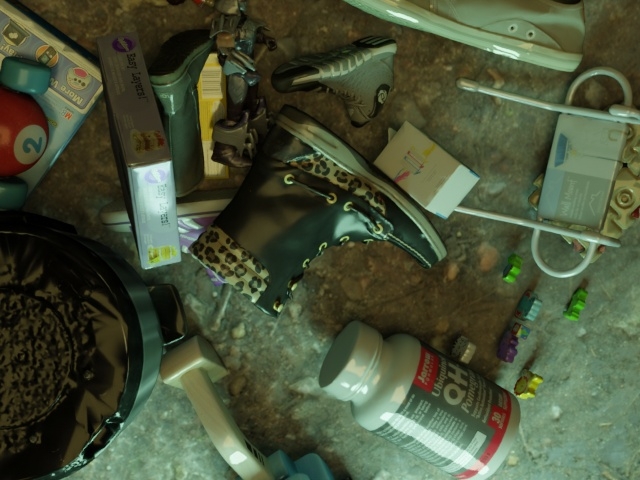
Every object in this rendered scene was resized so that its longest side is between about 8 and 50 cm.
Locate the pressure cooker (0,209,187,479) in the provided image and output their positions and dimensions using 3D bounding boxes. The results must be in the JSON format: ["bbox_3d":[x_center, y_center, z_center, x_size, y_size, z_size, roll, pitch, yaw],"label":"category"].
[{"bbox_3d":[-0.426,0.162,1.544,0.370,0.420,0.375,28,87,0],"label":"pressure cooker"}]

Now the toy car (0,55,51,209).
[{"bbox_3d":[-0.497,-0.148,1.451,0.210,0.238,0.219,13,104,-10],"label":"toy car"}]

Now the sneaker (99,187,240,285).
[{"bbox_3d":[-0.212,0.003,1.687,0.282,0.102,0.161,-2,108,-6],"label":"sneaker"}]

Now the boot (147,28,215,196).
[{"bbox_3d":[-0.201,-0.199,1.603,0.076,0.190,0.208,6,129,23],"label":"boot"}]

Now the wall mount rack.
[{"bbox_3d":[0.355,-0.126,1.678,0.304,0.130,0.350,15,94,34],"label":"wall mount rack"}]

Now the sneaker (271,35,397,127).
[{"bbox_3d":[0.032,-0.230,1.631,0.228,0.086,0.132,-22,119,-27],"label":"sneaker"}]

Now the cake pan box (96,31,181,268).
[{"bbox_3d":[-0.266,-0.132,1.519,0.070,0.267,0.246,-11,144,-14],"label":"cake pan box"}]

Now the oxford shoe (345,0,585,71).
[{"bbox_3d":[0.212,-0.371,1.599,0.449,0.169,0.130,11,107,-16],"label":"oxford shoe"}]

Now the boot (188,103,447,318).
[{"bbox_3d":[0.000,0.000,1.647,0.377,0.138,0.284,39,88,-32],"label":"boot"}]

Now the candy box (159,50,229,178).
[{"bbox_3d":[-0.202,-0.199,1.669,0.105,0.027,0.206,-1,105,-4],"label":"candy box"}]

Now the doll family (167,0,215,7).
[{"bbox_3d":[-0.227,-0.464,1.546,0.163,0.118,0.263,-29,104,-1],"label":"doll family"}]

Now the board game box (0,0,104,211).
[{"bbox_3d":[-0.525,-0.223,1.597,0.308,0.086,0.302,36,99,-14],"label":"board game box"}]

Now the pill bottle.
[{"bbox_3d":[0.163,0.265,1.756,0.318,0.176,0.176,30,100,-13],"label":"pill bottle"}]

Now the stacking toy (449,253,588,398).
[{"bbox_3d":[0.345,0.149,1.809,0.167,0.052,0.221,28,92,-21],"label":"stacking toy"}]

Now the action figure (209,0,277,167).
[{"bbox_3d":[-0.117,-0.261,1.595,0.099,0.185,0.285,7,122,14],"label":"action figure"}]

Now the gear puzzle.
[{"bbox_3d":[0.511,-0.137,1.758,0.175,0.044,0.339,44,93,-5],"label":"gear puzzle"}]

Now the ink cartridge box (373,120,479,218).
[{"bbox_3d":[0.163,-0.118,1.667,0.143,0.092,0.090,43,101,28],"label":"ink cartridge box"}]

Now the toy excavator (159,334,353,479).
[{"bbox_3d":[-0.084,0.412,1.728,0.222,0.433,0.445,-30,134,3],"label":"toy excavator"}]
